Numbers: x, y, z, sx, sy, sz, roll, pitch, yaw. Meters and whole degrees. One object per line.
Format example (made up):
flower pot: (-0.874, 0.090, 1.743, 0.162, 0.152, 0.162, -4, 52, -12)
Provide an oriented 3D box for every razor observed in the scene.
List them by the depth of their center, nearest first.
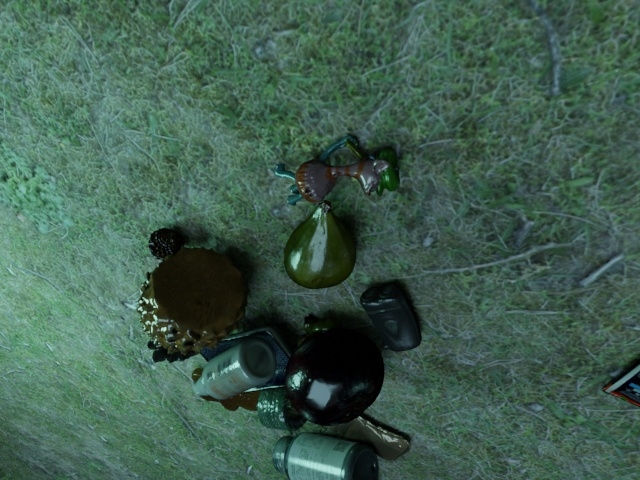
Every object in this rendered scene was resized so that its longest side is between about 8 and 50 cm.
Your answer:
razor: (0.144, 0.154, 0.882, 0.090, 0.054, 0.148, -13, 119, 30)

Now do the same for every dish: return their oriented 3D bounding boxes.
dish: (-0.156, 0.274, 1.079, 0.243, 0.080, 0.182, -19, 116, 30)

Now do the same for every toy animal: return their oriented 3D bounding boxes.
toy animal: (0.023, -0.113, 0.729, 0.208, 0.100, 0.103, -7, 82, 30)

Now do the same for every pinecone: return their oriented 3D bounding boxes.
pinecone: (-0.339, 0.012, 0.968, 0.077, 0.077, 0.083, 45, 139, -13)

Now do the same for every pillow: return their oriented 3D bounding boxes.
pillow: (0.124, 0.511, 1.167, 0.211, 0.034, 0.135, 29, 135, 2)

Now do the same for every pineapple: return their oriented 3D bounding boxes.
pineapple: (-0.302, 0.170, 0.985, 0.223, 0.223, 0.357, 37, 140, -6)

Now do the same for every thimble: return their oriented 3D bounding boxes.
thimble: (-0.092, 0.417, 1.128, 0.090, 0.118, 0.135, -5, 160, 30)

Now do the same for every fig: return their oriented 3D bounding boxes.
fig: (-0.006, 0.017, 0.773, 0.133, 0.126, 0.185, 17, 165, 12)

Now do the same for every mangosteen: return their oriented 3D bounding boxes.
mangosteen: (0.019, 0.277, 0.943, 0.216, 0.216, 0.216, 11, 128, 15)

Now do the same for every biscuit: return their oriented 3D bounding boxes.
biscuit: (-0.246, 0.417, 1.248, 0.236, 0.039, 0.180, 5, 124, 18)

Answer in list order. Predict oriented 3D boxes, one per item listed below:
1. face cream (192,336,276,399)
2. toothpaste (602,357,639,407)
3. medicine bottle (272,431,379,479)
face cream: (-0.212, 0.306, 1.008, 0.101, 0.101, 0.252, 46, 128, -13)
toothpaste: (0.573, 0.230, 0.772, 0.071, 0.045, 0.193, 21, 136, 17)
medicine bottle: (0.002, 0.600, 1.198, 0.293, 0.141, 0.141, -9, 121, 40)
